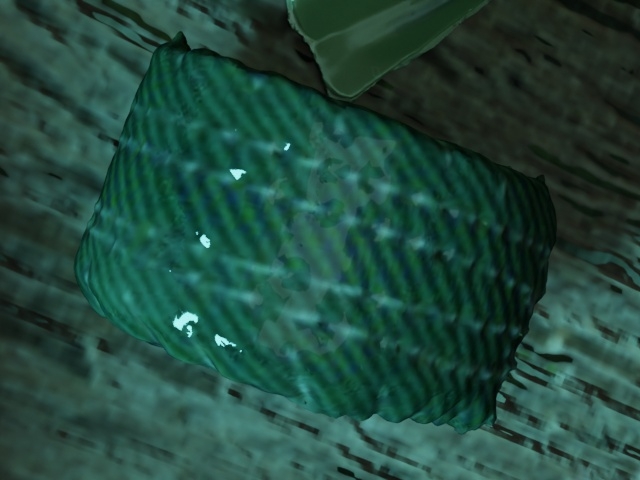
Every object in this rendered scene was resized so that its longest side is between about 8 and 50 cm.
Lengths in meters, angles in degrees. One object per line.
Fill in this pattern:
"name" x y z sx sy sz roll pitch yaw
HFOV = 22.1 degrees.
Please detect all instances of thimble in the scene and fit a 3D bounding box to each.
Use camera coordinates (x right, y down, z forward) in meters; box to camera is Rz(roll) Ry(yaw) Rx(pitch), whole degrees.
"thimble" -0.003 -0.001 0.508 0.135 0.118 0.090 18 93 -37

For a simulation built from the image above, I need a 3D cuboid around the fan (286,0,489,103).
"fan" 0.058 -0.154 0.576 0.131 0.009 0.240 38 82 -17
